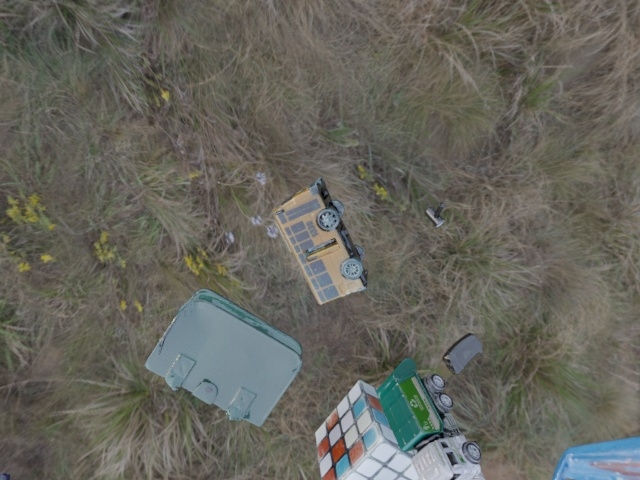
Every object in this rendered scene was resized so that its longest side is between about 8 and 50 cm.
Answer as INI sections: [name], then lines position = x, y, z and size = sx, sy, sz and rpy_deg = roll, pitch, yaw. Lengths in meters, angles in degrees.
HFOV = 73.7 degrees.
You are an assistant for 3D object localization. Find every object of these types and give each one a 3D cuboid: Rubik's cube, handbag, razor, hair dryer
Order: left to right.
[handbag]
position = -0.223, 0.287, 1.035
size = 0.327, 0.089, 0.238
rpy_deg = 32, 95, -11
[Rubik's cube]
position = 0.162, 0.626, 1.266
size = 0.259, 0.253, 0.256
rpy_deg = 33, 103, -19
[hair dryer]
position = 0.268, -0.066, 0.986
size = 0.026, 0.083, 0.047
rpy_deg = -35, 71, -11
[razor]
position = 0.496, 0.391, 1.489
size = 0.148, 0.054, 0.090
rpy_deg = -37, 108, -16

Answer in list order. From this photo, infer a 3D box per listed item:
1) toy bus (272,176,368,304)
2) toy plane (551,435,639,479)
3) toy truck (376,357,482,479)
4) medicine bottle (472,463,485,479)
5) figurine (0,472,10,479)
[toy bus]
position = 0.000, 0.000, 0.681
size = 0.103, 0.091, 0.181
rpy_deg = -23, 102, 14
[toy plane]
position = 0.263, 0.144, 0.208
size = 0.105, 0.254, 0.271
rpy_deg = 5, 101, -39
[toy truck]
position = 0.215, 0.375, 0.891
size = 0.124, 0.253, 0.114
rpy_deg = 7, 130, -29
[medicine bottle]
position = 0.395, 0.620, 1.098
size = 0.057, 0.089, 0.057
rpy_deg = 0, 106, 0
[figurine]
position = -0.369, 0.378, 0.494
size = 0.112, 0.102, 0.194
rpy_deg = 1, 106, 27
